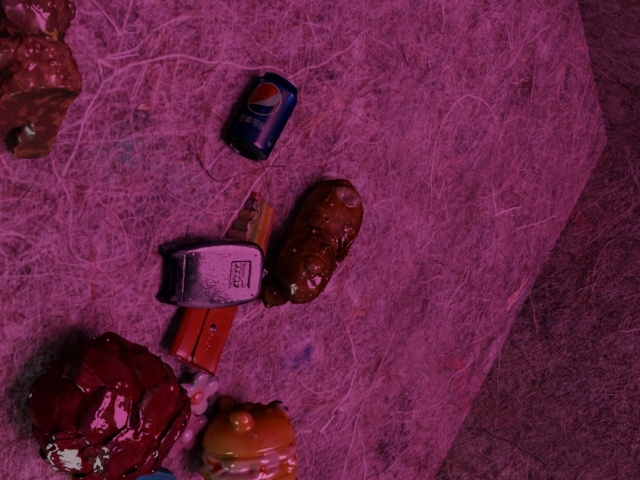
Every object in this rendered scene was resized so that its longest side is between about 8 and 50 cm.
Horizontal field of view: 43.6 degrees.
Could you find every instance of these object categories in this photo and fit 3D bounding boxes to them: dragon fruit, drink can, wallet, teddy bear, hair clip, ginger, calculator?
[{"bbox_3d":[-0.436,0.354,1.659,0.329,0.329,0.329,-24,122,-45],"label":"dragon fruit"},{"bbox_3d":[-0.138,-0.299,1.933,0.118,0.118,0.205,43,69,-50],"label":"drink can"},{"bbox_3d":[-0.282,0.212,1.961,0.142,0.045,0.204,37,59,-37],"label":"wallet"},{"bbox_3d":[-0.540,-0.305,1.412,0.296,0.222,0.246,-38,163,29],"label":"teddy bear"},{"bbox_3d":[-0.334,0.433,2.020,0.146,0.075,0.257,-7,114,-55],"label":"hair clip"},{"bbox_3d":[0.000,0.000,2.134,0.176,0.254,0.418,42,67,-15],"label":"ginger"},{"bbox_3d":[-0.253,0.080,1.912,0.268,0.040,0.177,-2,108,-25],"label":"calculator"}]

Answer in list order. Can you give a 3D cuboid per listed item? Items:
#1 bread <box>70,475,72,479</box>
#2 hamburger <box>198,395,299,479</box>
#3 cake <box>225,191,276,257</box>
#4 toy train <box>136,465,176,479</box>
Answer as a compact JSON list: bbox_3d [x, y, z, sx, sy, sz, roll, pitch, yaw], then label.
[{"bbox_3d":[-0.512,0.553,1.831,0.084,0.074,0.139,-33,127,-37],"label":"bread"},{"bbox_3d":[-0.188,0.531,2.093,0.276,0.276,0.236,-9,95,-50],"label":"hamburger"},{"bbox_3d":[-0.190,-0.007,2.048,0.109,0.090,0.225,50,46,-46],"label":"cake"},{"bbox_3d":[-0.439,0.610,1.918,0.203,0.112,0.163,38,68,-54],"label":"toy train"}]
